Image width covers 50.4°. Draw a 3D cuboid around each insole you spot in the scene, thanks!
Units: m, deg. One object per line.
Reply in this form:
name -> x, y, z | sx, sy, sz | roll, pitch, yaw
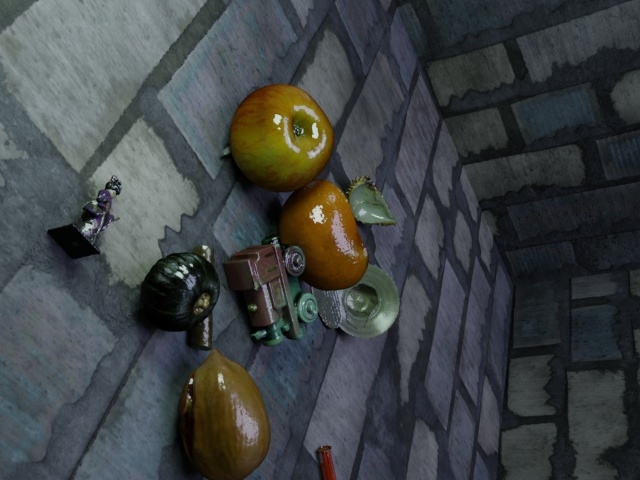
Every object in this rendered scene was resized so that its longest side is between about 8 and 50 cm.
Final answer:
insole -> 0.005, 0.118, 2.184 | 0.119, 0.009, 0.348 | -19, 96, -44

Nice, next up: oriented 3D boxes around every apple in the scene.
apple -> -0.096, -0.281, 1.862 | 0.301, 0.301, 0.302 | 28, 57, -55

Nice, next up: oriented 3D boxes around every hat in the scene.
hat -> 0.136, 0.203, 2.307 | 0.110, 0.252, 0.252 | 156, -74, -76

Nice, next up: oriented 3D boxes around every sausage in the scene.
sausage -> 0.025, 0.686, 2.023 | 0.048, 0.050, 0.145 | 175, -97, -78

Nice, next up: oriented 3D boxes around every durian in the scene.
durian -> 0.180, -0.141, 2.484 | 0.252, 0.139, 0.144 | 64, 28, -25

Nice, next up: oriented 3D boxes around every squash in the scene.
squash -> -0.308, 0.112, 1.502 | 0.193, 0.156, 0.193 | -24, 133, -28

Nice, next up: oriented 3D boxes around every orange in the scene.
orange -> 0.002, 0.001, 1.995 | 0.310, 0.274, 0.274 | 52, 38, -32

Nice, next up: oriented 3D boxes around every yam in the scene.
yam -> -0.285, 0.138, 1.642 | 0.061, 0.061, 0.253 | 24, 61, -56

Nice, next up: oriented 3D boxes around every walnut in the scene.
walnut -> -0.216, 0.393, 1.543 | 0.203, 0.203, 0.298 | 13, 66, -59

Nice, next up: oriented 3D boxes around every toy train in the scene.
toy train -> -0.131, 0.144, 1.846 | 0.221, 0.150, 0.304 | -26, 105, -50

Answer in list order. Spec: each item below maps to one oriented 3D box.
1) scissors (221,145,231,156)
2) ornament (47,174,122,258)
scissors -> -0.229, -0.266, 1.915 | 0.212, 0.021, 0.110 | -41, 119, -58
ornament -> -0.449, -0.052, 1.387 | 0.081, 0.088, 0.203 | 63, 31, -29
